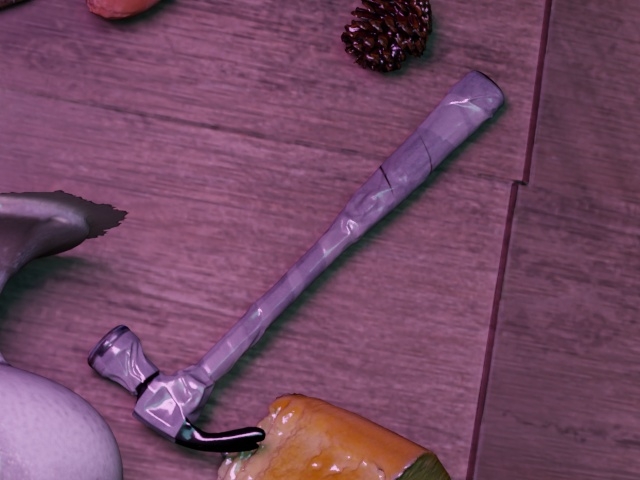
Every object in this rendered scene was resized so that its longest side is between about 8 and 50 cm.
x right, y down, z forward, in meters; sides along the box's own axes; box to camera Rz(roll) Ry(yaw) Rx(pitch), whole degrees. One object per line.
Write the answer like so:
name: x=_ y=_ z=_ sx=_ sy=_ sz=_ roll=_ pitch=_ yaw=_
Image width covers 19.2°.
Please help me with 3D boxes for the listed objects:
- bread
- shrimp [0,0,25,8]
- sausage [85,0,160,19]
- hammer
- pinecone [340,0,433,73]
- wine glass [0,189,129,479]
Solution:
bread: x=0.022 y=0.219 z=1.556 sx=0.140 sy=0.169 sz=0.160 roll=-51 pitch=136 yaw=-13
shrimp: x=-0.268 y=-0.253 z=1.525 sx=0.195 sy=0.035 sz=0.148 roll=-19 pitch=122 yaw=-17
sausage: x=-0.096 y=-0.303 z=1.583 sx=0.078 sy=0.078 sz=0.304 roll=32 pitch=77 yaw=-7
hammer: x=0.000 y=0.000 z=1.575 sx=0.152 sy=0.044 sz=0.427 roll=39 pitch=72 yaw=10
pinecone: x=0.057 y=-0.183 z=1.606 sx=0.083 sy=0.077 sz=0.077 roll=-31 pitch=90 yaw=-5
wine glass: x=-0.256 y=0.142 z=1.414 sx=0.238 sy=0.238 sz=0.323 roll=-1 pitch=80 yaw=-13
